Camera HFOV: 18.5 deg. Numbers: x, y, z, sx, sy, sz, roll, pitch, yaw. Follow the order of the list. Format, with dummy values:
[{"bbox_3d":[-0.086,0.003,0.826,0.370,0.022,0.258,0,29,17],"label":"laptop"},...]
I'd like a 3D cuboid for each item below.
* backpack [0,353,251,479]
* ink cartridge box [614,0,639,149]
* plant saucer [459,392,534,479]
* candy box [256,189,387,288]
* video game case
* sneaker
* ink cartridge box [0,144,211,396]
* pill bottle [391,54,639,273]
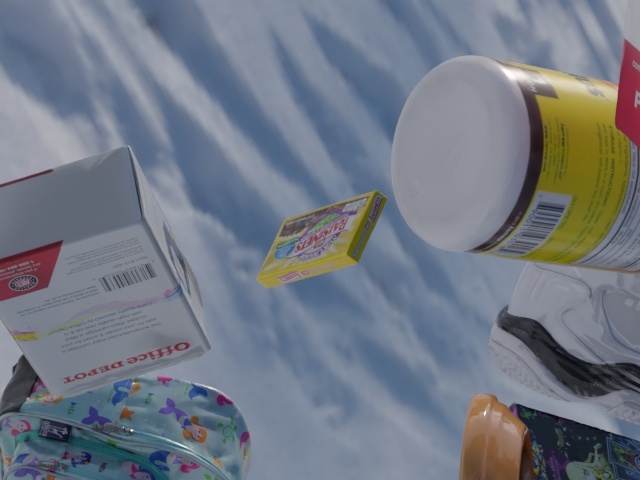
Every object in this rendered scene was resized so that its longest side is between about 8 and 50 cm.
[{"bbox_3d":[-0.201,0.236,1.998,0.225,0.253,0.191,95,1,-46],"label":"backpack"},{"bbox_3d":[0.258,-0.156,1.008,0.100,0.172,0.237,-124,-148,-57],"label":"ink cartridge box"},{"bbox_3d":[0.118,0.200,1.293,0.200,0.037,0.200,0,90,-80],"label":"plant saucer"},{"bbox_3d":[0.000,0.000,2.563,0.027,0.206,0.105,36,60,-25],"label":"candy box"},{"bbox_3d":[0.239,0.255,1.542,0.210,0.042,0.232,19,45,-28],"label":"video game case"},{"bbox_3d":[0.337,0.055,1.670,0.137,0.366,0.210,-54,156,-65],"label":"sneaker"},{"bbox_3d":[-0.165,0.026,1.409,0.175,0.127,0.072,69,5,-54],"label":"ink cartridge box"},{"bbox_3d":[0.158,-0.042,1.206,0.215,0.117,0.117,7,57,-36],"label":"pill bottle"}]
